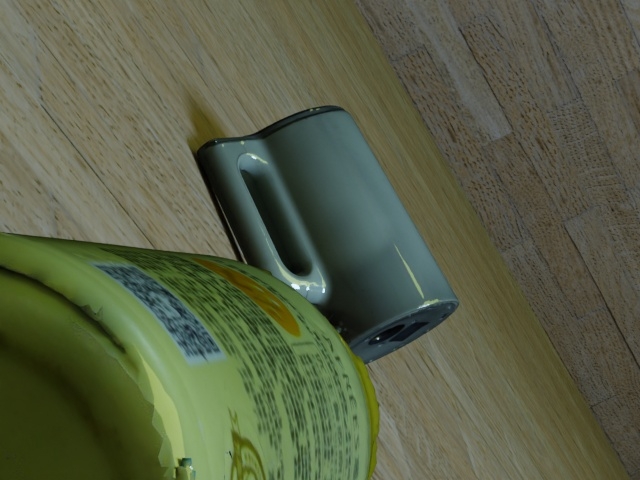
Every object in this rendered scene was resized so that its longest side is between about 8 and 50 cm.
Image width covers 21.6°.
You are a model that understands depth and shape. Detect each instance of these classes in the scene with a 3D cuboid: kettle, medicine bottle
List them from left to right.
[{"bbox_3d":[-0.057,0.059,0.437,0.124,0.124,0.239,64,8,6],"label":"medicine bottle"},{"bbox_3d":[-0.001,0.002,1.042,0.148,0.126,0.098,63,-23,14],"label":"kettle"}]
